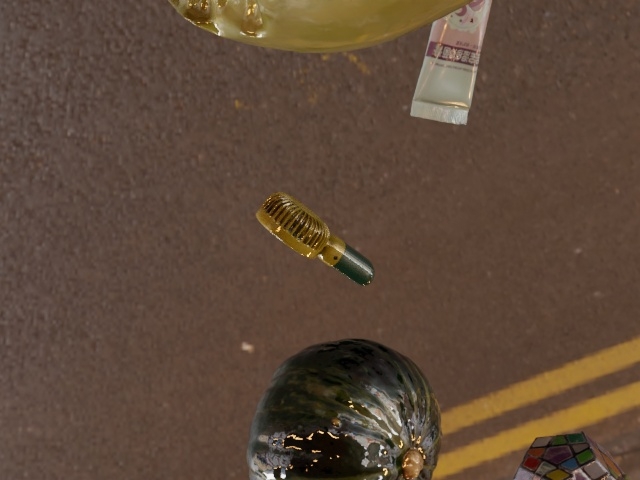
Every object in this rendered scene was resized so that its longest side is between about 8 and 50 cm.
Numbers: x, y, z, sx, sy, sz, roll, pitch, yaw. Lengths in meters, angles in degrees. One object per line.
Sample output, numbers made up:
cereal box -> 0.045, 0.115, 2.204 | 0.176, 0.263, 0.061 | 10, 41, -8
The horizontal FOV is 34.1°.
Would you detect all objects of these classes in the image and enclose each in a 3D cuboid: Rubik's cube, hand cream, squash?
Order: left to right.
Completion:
squash -> 0.025, 0.201, 1.046 | 0.172, 0.218, 0.218 | 20, 149, 26
hand cream -> 0.170, -0.301, 1.203 | 0.085, 0.058, 0.331 | 3, 107, -35
Rubik's cube -> 0.209, 0.216, 0.875 | 0.093, 0.111, 0.111 | -1, 142, -33

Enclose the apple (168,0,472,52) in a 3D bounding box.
apple -> -0.003, -0.219, 0.459 | 0.279, 0.279, 0.279 | -5, 140, -4

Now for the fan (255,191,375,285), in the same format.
fan -> 0.000, 0.000, 1.152 | 0.155, 0.082, 0.039 | 35, 97, -24
